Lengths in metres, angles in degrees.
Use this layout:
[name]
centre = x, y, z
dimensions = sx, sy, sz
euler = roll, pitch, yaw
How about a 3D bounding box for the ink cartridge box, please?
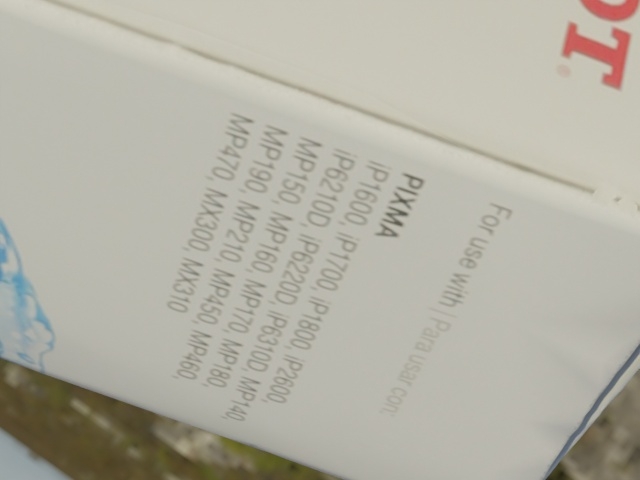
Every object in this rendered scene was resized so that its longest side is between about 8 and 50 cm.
[ink cartridge box]
centre = -0.058, -0.096, 0.452
dimensions = 0.306, 0.226, 0.131
euler = 21, 141, -4
